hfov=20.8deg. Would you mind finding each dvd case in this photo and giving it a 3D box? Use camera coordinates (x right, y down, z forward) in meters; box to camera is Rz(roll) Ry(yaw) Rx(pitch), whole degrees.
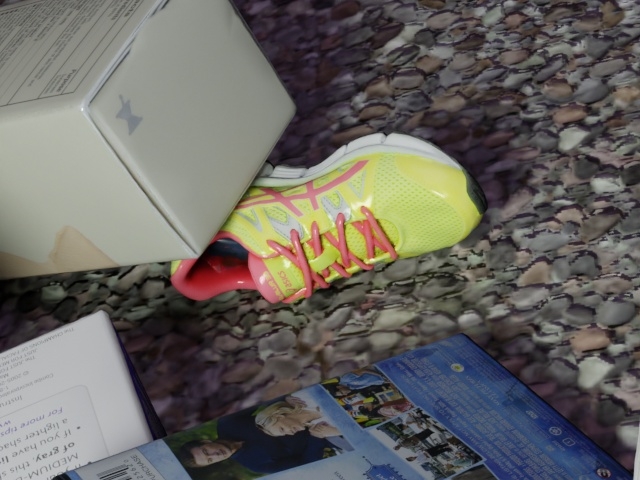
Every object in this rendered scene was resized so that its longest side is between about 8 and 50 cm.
[{"bbox_3d":[0.029,0.130,0.804,0.253,0.022,0.180,-16,41,-35],"label":"dvd case"}]

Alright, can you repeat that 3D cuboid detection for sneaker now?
[{"bbox_3d":[0.000,0.000,1.022,0.208,0.081,0.094,-9,40,32],"label":"sneaker"}]

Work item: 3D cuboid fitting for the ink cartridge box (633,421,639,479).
[{"bbox_3d":[0.251,0.133,0.680,0.233,0.171,0.168,-3,43,21],"label":"ink cartridge box"}]

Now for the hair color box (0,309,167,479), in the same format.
[{"bbox_3d":[-0.134,0.199,0.828,0.185,0.110,0.339,-23,38,-4],"label":"hair color box"}]

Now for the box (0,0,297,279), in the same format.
[{"bbox_3d":[-0.186,-0.064,1.082,0.311,0.121,0.148,-5,40,40],"label":"box"}]
